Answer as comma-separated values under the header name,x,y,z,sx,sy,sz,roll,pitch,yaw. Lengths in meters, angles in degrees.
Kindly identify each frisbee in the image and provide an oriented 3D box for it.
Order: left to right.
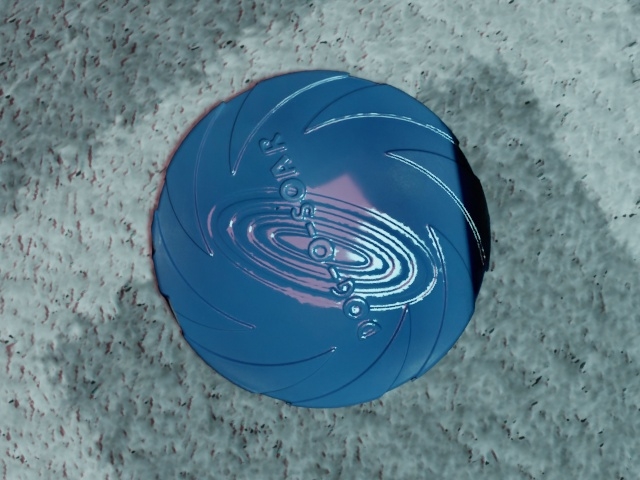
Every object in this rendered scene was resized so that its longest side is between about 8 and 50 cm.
name,x,y,z,sx,sy,sz,roll,pitch,yaw
frisbee,0.000,0.000,1.049,0.242,0.045,0.242,0,93,1
